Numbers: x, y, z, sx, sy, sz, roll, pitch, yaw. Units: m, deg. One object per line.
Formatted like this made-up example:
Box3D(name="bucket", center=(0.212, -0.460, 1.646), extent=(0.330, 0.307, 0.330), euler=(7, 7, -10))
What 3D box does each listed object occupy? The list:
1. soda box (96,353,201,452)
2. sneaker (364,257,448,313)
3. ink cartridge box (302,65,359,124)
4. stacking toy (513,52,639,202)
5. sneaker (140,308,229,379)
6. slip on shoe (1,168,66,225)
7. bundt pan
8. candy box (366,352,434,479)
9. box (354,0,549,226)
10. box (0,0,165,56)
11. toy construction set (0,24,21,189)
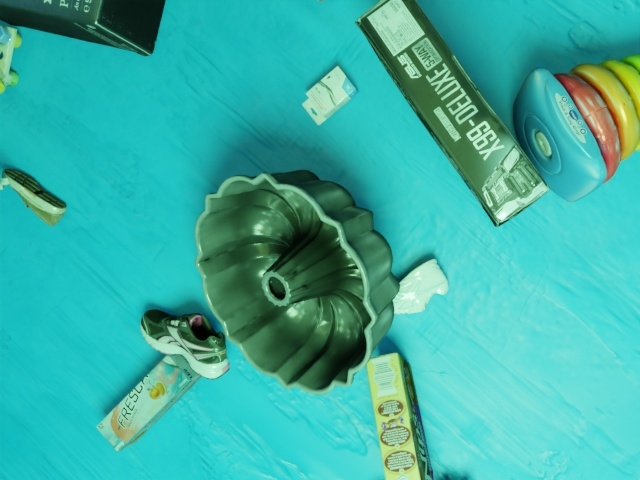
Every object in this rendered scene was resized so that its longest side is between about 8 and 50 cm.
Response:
Box3D(name="soda box", center=(-0.279, 0.262, 1.127), extent=(0.183, 0.063, 0.058), euler=(-46, 80, 10))
Box3D(name="sneaker", center=(0.124, 0.090, 1.034), extent=(0.152, 0.054, 0.061), euler=(-35, 85, 11))
Box3D(name="ink cartridge box", center=(0.012, -0.226, 1.075), extent=(0.083, 0.028, 0.048), euler=(-39, 81, 11))
Box3D(name="stacking toy", center=(0.432, -0.193, 0.926), extent=(0.302, 0.166, 0.175), euler=(-25, 80, -2))
Box3D(name="sneaker", center=(-0.209, 0.142, 1.086), extent=(0.178, 0.072, 0.077), euler=(22, 118, 26))
Box3D(name="slip on shoe", center=(-0.504, -0.076, 1.195), extent=(0.135, 0.051, 0.041), euler=(33, 109, 6))
Box3D(name="bundt pan", center=(-0.025, 0.045, 0.981), extent=(0.331, 0.124, 0.330), euler=(20, 123, 34))
Box3D(name="candy box", center=(0.114, 0.264, 0.979), extent=(0.053, 0.109, 0.186), euler=(-16, 66, 13))
Box3D(name="box", center=(0.181, -0.164, 0.924), extent=(0.076, 0.242, 0.307), euler=(-35, 83, 11))
Box3D(name="box", center=(-0.404, -0.487, 1.103), extent=(0.294, 0.183, 0.296), euler=(15, 93, 15))
Box3D(name="toy construction set", center=(-0.609, -0.201, 1.177), extent=(0.215, 0.151, 0.327), euler=(-10, 76, 13))
